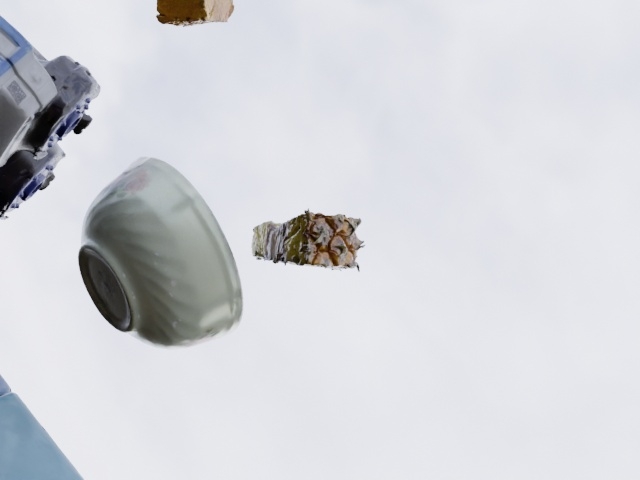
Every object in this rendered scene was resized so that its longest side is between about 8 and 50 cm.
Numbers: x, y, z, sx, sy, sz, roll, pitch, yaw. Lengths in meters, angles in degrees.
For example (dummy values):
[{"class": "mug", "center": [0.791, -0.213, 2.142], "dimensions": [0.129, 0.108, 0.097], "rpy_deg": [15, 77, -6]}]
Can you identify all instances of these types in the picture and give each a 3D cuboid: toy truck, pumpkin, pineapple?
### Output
[{"class": "toy truck", "center": [-0.276, -0.077, 1.279], "dimensions": [0.161, 0.177, 0.213], "rpy_deg": [40, -38, 0]}, {"class": "pumpkin", "center": [-0.154, -0.290, 2.251], "dimensions": [0.074, 0.083, 0.054], "rpy_deg": [0, -89, 24]}, {"class": "pineapple", "center": [0.000, 0.001, 2.501], "dimensions": [0.233, 0.135, 0.079], "rpy_deg": [-179, -84, -71]}]

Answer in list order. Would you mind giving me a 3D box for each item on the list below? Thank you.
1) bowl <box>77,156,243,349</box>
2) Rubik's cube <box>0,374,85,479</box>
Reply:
[{"class": "bowl", "center": [-0.240, 0.037, 2.519], "dimensions": [0.277, 0.145, 0.277], "rpy_deg": [41, -32, 33]}, {"class": "Rubik's cube", "center": [-0.452, 0.209, 1.374], "dimensions": [0.346, 0.344, 0.347], "rpy_deg": [48, -61, 13]}]
